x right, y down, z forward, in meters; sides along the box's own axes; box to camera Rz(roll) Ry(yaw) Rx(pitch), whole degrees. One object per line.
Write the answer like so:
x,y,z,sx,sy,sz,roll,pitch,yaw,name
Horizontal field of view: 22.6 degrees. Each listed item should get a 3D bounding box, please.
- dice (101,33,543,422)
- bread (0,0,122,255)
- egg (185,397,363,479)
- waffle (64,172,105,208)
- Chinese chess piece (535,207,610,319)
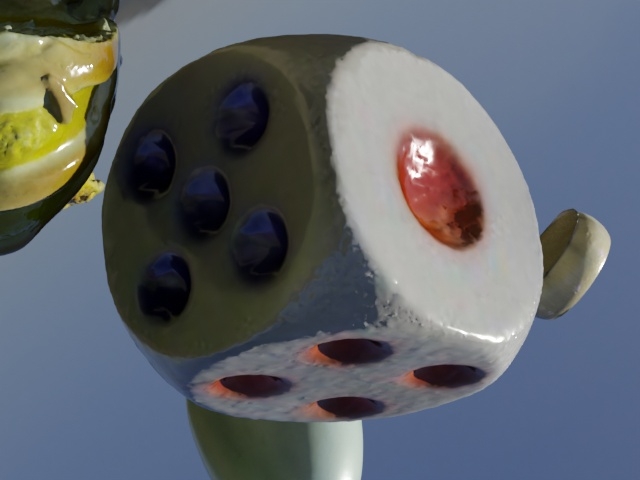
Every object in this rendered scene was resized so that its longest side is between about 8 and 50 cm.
0.000,0.000,1.255,0.251,0.259,0.243,-22,-115,39,dice
-0.223,-0.149,1.137,0.160,0.333,0.333,2,-175,-13,bread
-0.059,0.243,2.147,0.230,0.230,0.371,-36,-128,20,egg
-0.376,-0.053,1.877,0.237,0.059,0.243,-5,177,8,waffle
0.253,0.026,1.686,0.122,0.051,0.122,-52,-171,12,Chinese chess piece
